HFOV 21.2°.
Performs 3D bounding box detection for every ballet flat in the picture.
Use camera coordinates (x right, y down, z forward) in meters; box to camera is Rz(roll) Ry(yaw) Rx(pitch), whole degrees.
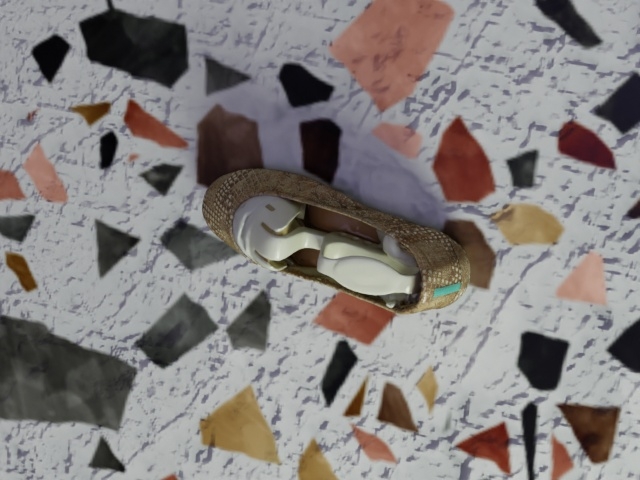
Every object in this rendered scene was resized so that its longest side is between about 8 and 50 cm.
[{"bbox_3d":[0.000,0.000,1.164,0.206,0.067,0.073,14,110,22],"label":"ballet flat"}]
